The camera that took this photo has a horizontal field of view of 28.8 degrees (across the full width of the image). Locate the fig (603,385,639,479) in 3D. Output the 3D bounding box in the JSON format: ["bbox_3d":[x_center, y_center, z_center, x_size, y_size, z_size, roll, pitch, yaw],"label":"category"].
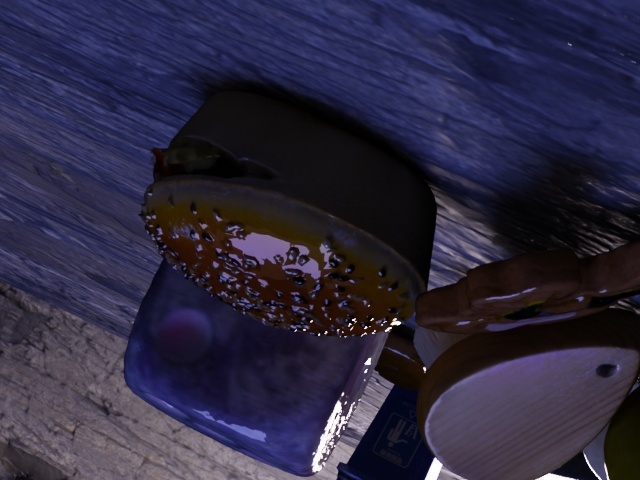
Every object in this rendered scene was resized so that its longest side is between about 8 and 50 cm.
[{"bbox_3d":[0.408,0.219,1.242,0.230,0.207,0.207,-28,137,24],"label":"fig"}]

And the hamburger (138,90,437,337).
[{"bbox_3d":[-0.032,-0.011,1.208,0.300,0.176,0.300,24,164,7],"label":"hamburger"}]

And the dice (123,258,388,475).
[{"bbox_3d":[-0.072,0.125,1.577,0.271,0.270,0.270,24,165,11],"label":"dice"}]

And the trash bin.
[{"bbox_3d":[0.144,0.353,2.100,0.162,0.234,0.184,24,166,17],"label":"trash bin"}]

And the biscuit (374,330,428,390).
[{"bbox_3d":[0.122,0.182,1.915,0.208,0.041,0.290,24,167,12],"label":"biscuit"}]

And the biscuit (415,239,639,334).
[{"bbox_3d":[0.190,0.049,1.089,0.202,0.047,0.334,-6,172,-14],"label":"biscuit"}]

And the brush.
[{"bbox_3d":[0.225,0.129,1.313,0.266,0.166,0.174,-32,114,26],"label":"brush"}]

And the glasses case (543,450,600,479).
[{"bbox_3d":[0.443,0.356,1.897,0.131,0.074,0.323,33,165,-22],"label":"glasses case"}]

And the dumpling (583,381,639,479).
[{"bbox_3d":[0.377,0.225,1.508,0.181,0.111,0.155,-31,90,31],"label":"dumpling"}]
